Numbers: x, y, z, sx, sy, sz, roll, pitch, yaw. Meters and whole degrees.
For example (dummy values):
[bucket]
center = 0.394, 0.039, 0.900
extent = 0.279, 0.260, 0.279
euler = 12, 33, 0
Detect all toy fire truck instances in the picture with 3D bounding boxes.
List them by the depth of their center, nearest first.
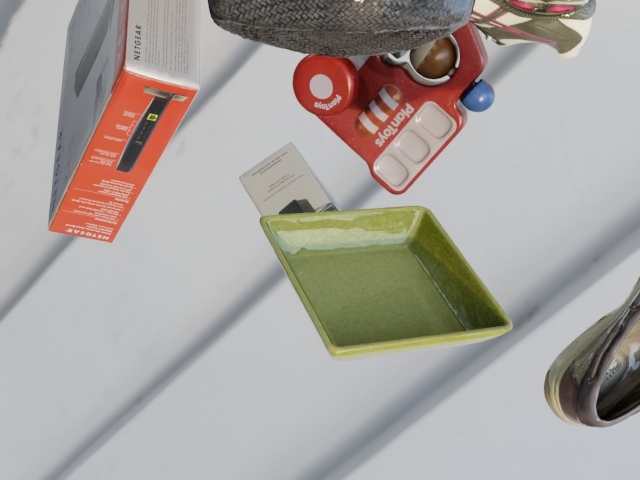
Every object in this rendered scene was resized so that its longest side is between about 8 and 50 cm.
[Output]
[toy fire truck]
center = 0.126, -0.248, 1.639
extent = 0.254, 0.302, 0.169
euler = 43, 29, 1

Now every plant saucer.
[plant saucer]
center = 0.055, 0.045, 1.017
extent = 0.188, 0.045, 0.188
euler = -5, 41, -24

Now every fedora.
[fedora]
center = 0.018, -0.243, 0.922
extent = 0.334, 0.334, 0.152
euler = 0, 90, -58

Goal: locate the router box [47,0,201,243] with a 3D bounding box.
[router box]
center = -0.229, -0.216, 1.264
extent = 0.082, 0.301, 0.335
euler = 13, 52, -23

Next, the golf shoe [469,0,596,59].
[golf shoe]
center = 0.182, -0.282, 1.250
extent = 0.273, 0.120, 0.105
euler = 23, 58, 26

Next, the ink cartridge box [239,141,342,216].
[ink cartridge box]
center = 0.000, 0.000, 1.379
extent = 0.208, 0.087, 0.153
euler = 58, 4, 32

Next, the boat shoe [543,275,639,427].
[boat shoe]
center = 0.335, 0.072, 1.013
extent = 0.103, 0.285, 0.092
euler = 50, -6, -16
